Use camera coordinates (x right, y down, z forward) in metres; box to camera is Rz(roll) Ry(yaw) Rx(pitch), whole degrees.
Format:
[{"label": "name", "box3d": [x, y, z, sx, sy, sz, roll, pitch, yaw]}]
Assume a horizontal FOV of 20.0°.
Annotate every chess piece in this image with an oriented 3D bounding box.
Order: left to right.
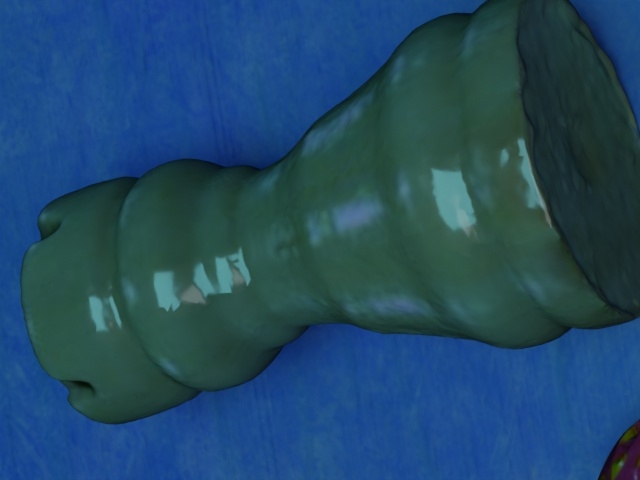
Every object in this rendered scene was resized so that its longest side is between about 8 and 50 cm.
[{"label": "chess piece", "box3d": [0.000, 0.000, 1.294, 0.442, 0.234, 0.234, -18, 87, 28]}]

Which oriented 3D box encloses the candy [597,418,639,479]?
[{"label": "candy", "box3d": [0.293, 0.061, 1.234, 0.124, 0.124, 0.365, 22, 95, 21]}]
